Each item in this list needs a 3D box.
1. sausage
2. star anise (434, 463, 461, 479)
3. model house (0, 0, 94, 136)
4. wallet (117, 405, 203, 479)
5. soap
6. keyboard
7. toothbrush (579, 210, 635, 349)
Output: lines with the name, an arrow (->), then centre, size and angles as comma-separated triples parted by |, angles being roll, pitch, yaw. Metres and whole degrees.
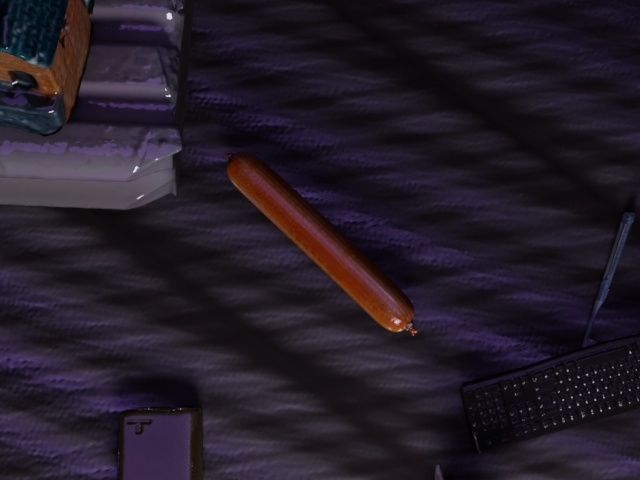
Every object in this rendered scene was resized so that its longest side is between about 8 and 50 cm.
sausage -> 0.000, 0.000, 1.545 | 0.348, 0.053, 0.053 | 44, 77, 9
star anise -> 0.135, 0.400, 1.406 | 0.218, 0.148, 0.227 | -11, 56, 38
model house -> -0.344, -0.283, 1.272 | 0.184, 0.291, 0.253 | 12, 76, -4
wallet -> -0.199, 0.306, 1.465 | 0.110, 0.031, 0.198 | -1, 74, -2
soap -> -0.382, -0.224, 1.506 | 0.435, 0.213, 0.350 | 0, 77, -3
keyboard -> 0.370, 0.180, 1.520 | 0.381, 0.041, 0.103 | -16, 98, -10
toothbrush -> 0.380, 0.061, 1.567 | 0.019, 0.016, 0.219 | 21, 75, 1
